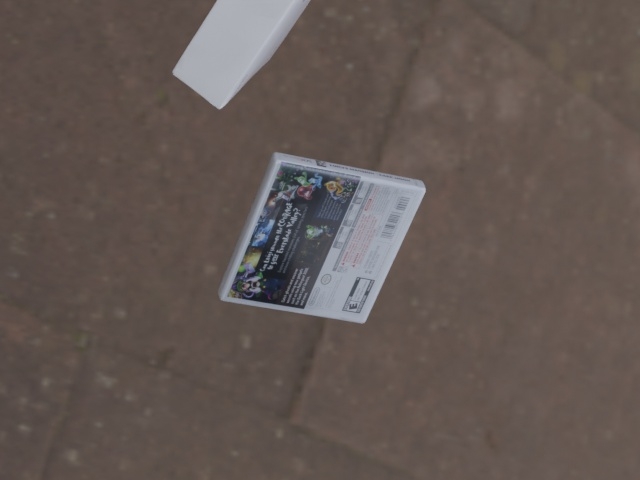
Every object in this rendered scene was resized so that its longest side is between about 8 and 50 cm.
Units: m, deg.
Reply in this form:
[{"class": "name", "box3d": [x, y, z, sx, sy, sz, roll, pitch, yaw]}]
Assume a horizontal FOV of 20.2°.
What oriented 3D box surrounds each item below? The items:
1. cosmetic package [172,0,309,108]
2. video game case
[{"class": "cosmetic package", "box3d": [-0.034, -0.225, 1.531, 0.060, 0.239, 0.099, 39, 40, 1]}, {"class": "video game case", "box3d": [0.000, 0.000, 1.921, 0.173, 0.022, 0.190, 10, 124, -21]}]
